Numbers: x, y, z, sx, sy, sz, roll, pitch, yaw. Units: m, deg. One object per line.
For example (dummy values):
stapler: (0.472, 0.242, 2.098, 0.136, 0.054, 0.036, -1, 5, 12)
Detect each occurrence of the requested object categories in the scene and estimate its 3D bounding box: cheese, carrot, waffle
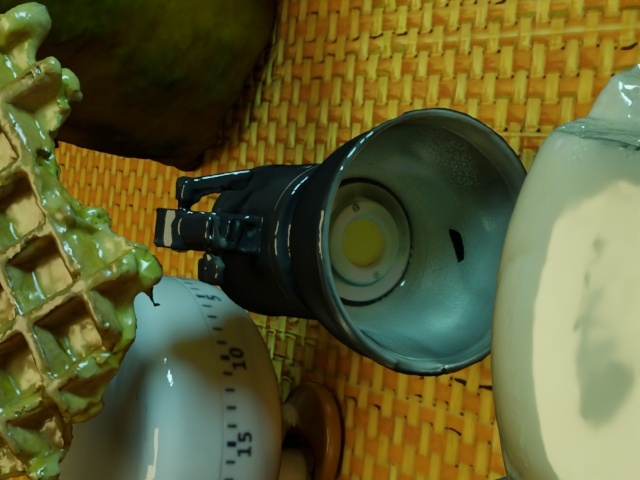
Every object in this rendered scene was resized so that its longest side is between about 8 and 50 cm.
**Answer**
cheese: (0.191, 0.037, 0.604, 0.266, 0.127, 0.233, 16, 92, 34)
carrot: (-0.193, -0.197, 1.231, 0.241, 0.341, 0.241, -19, 62, 41)
waffle: (-0.231, 0.006, 1.027, 0.282, 0.058, 0.300, -7, 86, 22)

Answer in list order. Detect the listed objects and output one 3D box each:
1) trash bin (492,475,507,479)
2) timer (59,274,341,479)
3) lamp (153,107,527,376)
trash bin: (0.028, 0.230, 0.668, 0.223, 0.343, 0.158, 55, 139, 39)
timer: (-0.137, 0.133, 1.125, 0.233, 0.240, 0.233, -16, 71, 59)
lamp: (0.000, 0.000, 0.976, 0.227, 0.172, 0.147, 0, 88, 59)
